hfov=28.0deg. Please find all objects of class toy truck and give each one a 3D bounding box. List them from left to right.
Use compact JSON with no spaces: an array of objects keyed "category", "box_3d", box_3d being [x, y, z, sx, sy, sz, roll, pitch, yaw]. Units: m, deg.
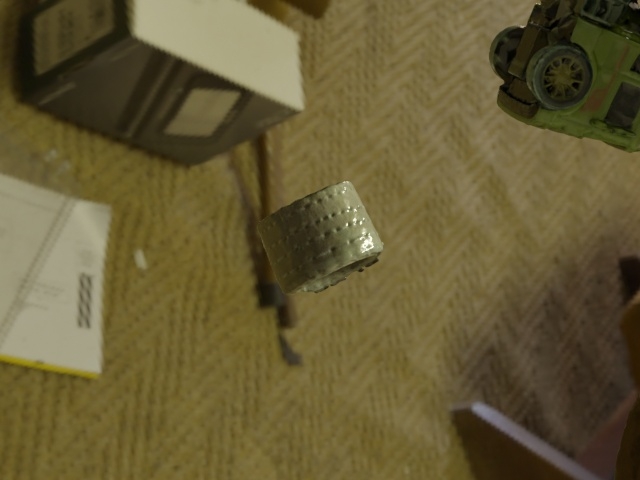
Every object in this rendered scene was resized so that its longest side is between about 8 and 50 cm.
[{"category":"toy truck","box_3d":[0.179,-0.140,0.694,0.116,0.085,0.191,19,100,-14]}]

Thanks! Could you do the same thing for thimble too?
[{"category":"thimble","box_3d":[0.000,0.000,1.351,0.102,0.115,0.090,-16,78,-52]}]

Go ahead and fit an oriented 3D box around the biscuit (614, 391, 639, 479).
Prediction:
[{"category":"biscuit","box_3d":[0.494,0.247,1.465,0.394,0.070,0.351,22,89,-36]}]
